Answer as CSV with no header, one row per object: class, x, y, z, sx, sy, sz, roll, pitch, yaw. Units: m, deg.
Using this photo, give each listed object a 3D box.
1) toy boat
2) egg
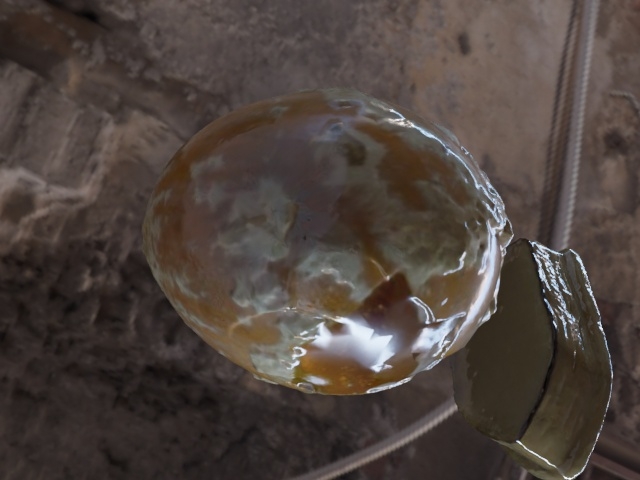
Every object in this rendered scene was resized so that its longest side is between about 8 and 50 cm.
toy boat,0.157,0.093,0.801,0.116,0.061,0.188,-40,-143,34
egg,0.000,0.000,0.655,0.233,0.195,0.194,7,-115,7
